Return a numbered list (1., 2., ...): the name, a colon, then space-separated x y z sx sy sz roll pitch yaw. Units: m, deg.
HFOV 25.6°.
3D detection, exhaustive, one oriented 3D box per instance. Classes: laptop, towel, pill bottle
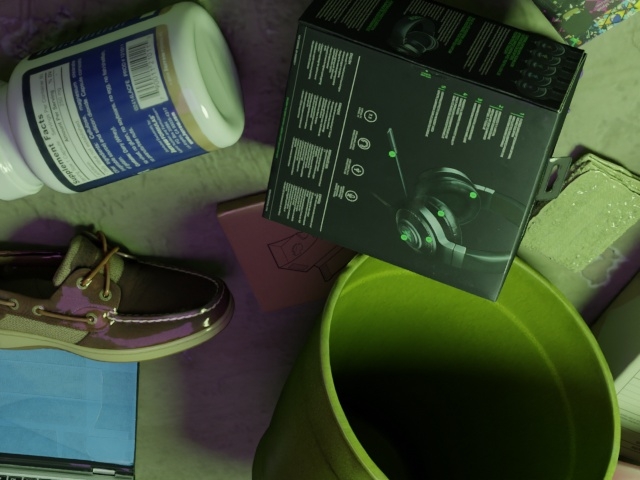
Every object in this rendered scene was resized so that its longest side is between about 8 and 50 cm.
1. laptop: -0.437 0.323 1.786 0.382 0.407 0.236 6 164 -3
2. towel: 0.297 -0.031 1.591 0.110 0.027 0.148 26 125 -20
3. pill bottle: -0.224 -0.135 1.437 0.265 0.153 0.153 -16 128 15

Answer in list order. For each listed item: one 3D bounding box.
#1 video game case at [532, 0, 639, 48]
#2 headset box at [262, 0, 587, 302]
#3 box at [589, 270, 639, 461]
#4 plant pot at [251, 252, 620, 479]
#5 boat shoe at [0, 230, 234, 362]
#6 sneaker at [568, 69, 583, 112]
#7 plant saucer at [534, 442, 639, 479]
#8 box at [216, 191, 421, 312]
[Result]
1. video game case: 0.280 -0.317 1.339 0.232 0.041 0.210 -32 123 25
2. headset box: 0.108 -0.102 1.414 0.283 0.131 0.246 20 130 10
3. box: 0.422 0.116 1.648 0.148 0.121 0.311 22 127 -17
4. plant pot: 0.093 0.233 1.630 0.367 0.366 0.353 21 142 -15
5. boat shoe: -0.273 0.054 1.624 0.342 0.123 0.123 3 132 8
6. sneaker: 0.223 -0.128 1.490 0.071 0.068 0.170 8 137 -25
7. plant saucer: 0.401 0.319 1.712 0.332 0.084 0.332 14 174 1
8. box: 0.000 0.000 1.630 0.201 0.021 0.164 -13 128 13
